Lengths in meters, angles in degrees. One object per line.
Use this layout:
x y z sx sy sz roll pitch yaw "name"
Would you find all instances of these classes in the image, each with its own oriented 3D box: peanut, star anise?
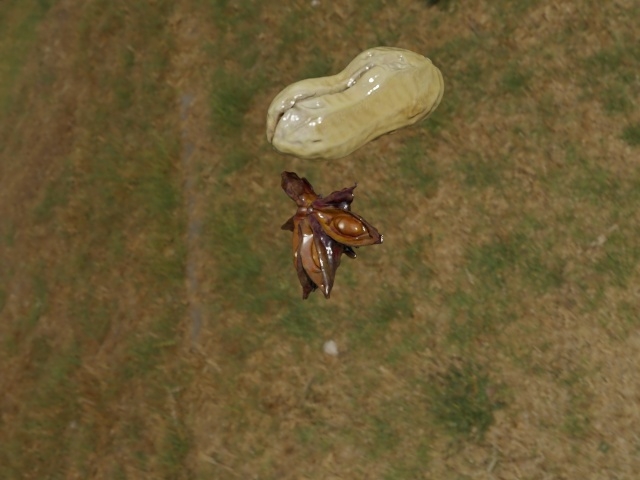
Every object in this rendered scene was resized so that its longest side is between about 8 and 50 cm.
0.052 -0.195 1.428 0.290 0.130 0.130 -27 40 -22 "peanut"
-0.003 0.000 1.197 0.212 0.053 0.157 16 98 52 "star anise"
